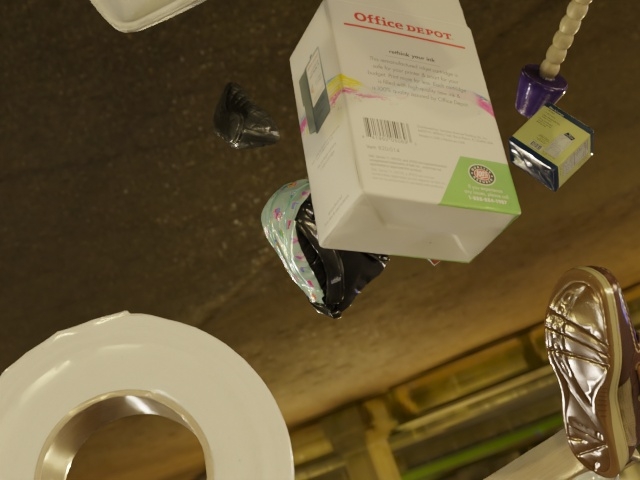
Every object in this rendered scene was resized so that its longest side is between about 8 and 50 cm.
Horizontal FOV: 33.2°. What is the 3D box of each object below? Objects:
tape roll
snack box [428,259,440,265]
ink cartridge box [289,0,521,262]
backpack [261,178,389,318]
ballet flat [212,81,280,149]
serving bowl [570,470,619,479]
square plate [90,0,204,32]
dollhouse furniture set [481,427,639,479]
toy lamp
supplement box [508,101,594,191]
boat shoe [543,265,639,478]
[{"bbox_3d":[-0.163,0.210,0.933,0.286,0.286,0.100,-19,162,-6],"label":"tape roll"},{"bbox_3d":[0.135,-0.033,1.732,0.022,0.064,0.178,-41,124,-3],"label":"snack box"},{"bbox_3d":[0.087,-0.159,1.279,0.207,0.353,0.119,7,146,-24],"label":"ink cartridge box"},{"bbox_3d":[0.000,0.000,1.528,0.115,0.182,0.152,5,-134,47],"label":"backpack"},{"bbox_3d":[-0.086,-0.132,1.172,0.049,0.173,0.057,14,108,-20],"label":"ballet flat"},{"bbox_3d":[0.404,0.369,1.588,0.083,0.027,0.083,-23,-174,2],"label":"serving bowl"},{"bbox_3d":[-0.097,-0.331,0.867,0.344,0.347,0.049,-31,153,-18],"label":"square plate"},{"bbox_3d":[0.431,0.503,1.637,0.256,0.394,0.362,-37,149,17],"label":"dollhouse furniture set"},{"bbox_3d":[0.365,-0.308,1.611,0.080,0.080,0.274,-9,132,-35],"label":"toy lamp"},{"bbox_3d":[0.318,-0.129,1.478,0.083,0.083,0.056,-43,150,-13],"label":"supplement box"},{"bbox_3d":[0.399,0.167,1.475,0.123,0.342,0.123,-29,-149,-25],"label":"boat shoe"}]
